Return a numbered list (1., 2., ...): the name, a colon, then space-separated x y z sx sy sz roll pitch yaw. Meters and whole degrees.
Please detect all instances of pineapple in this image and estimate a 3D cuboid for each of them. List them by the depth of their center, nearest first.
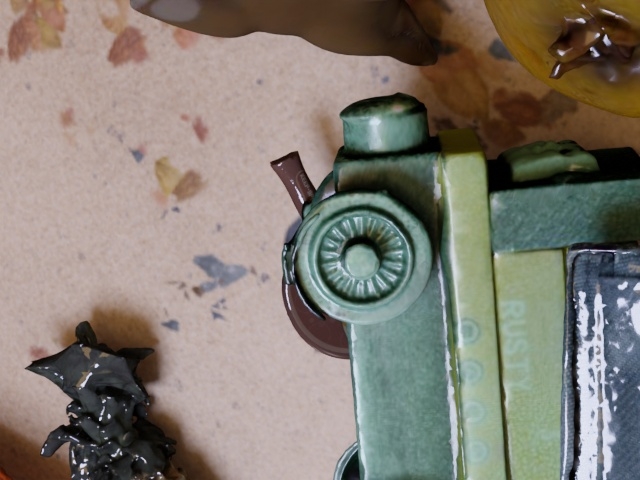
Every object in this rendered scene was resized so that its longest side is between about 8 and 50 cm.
1. pineapple: -0.157 0.179 1.268 0.119 0.111 0.237 -26 86 -3

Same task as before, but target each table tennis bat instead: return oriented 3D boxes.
1. table tennis bat: 0.000 0.000 1.202 0.107 0.119 0.170 -30 108 -6

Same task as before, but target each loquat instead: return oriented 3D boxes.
1. loquat: 0.196 -0.179 0.956 0.208 0.208 0.208 6 106 23

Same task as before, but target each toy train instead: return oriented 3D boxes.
1. toy train: 0.114 0.092 1.076 0.253 0.160 0.397 -4 102 5

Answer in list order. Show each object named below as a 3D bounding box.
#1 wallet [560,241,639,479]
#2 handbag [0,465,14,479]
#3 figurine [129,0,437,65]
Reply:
1. wallet: 0.313 0.124 0.928 0.342 0.075 0.237 3 99 26
2. handbag: -0.352 0.368 1.352 0.303 0.116 0.410 36 118 39
3. figurine: -0.026 -0.233 1.056 0.247 0.177 0.173 2 65 -10
